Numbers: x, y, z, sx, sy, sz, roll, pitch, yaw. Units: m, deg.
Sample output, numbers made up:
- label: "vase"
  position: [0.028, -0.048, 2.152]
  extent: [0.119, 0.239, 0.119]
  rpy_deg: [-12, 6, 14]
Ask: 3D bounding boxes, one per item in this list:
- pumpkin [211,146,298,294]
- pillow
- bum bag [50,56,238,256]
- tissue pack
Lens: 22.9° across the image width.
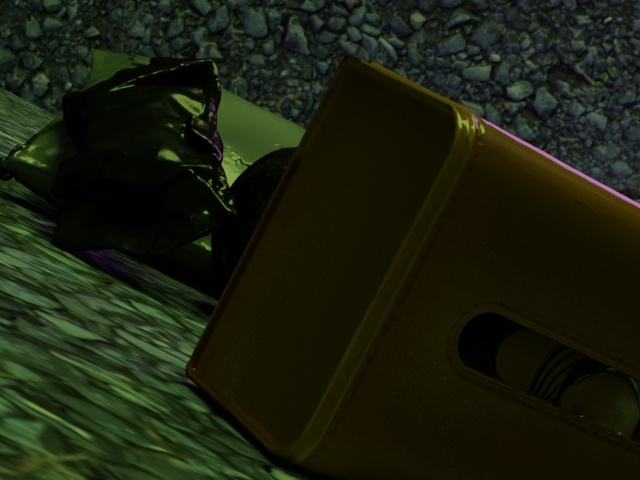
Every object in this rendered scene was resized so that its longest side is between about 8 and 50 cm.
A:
- label: "pumpkin"
  position: [0.021, 0.018, 1.209]
  extent: [0.224, 0.157, 0.223]
  rpy_deg: [23, 21, -9]
- label: "pillow"
  position: [-0.104, -0.058, 1.426]
  extent: [0.310, 0.119, 0.312]
  rpy_deg: [23, 27, -2]
- label: "bum bag"
  position: [-0.139, -0.070, 1.234]
  extent: [0.137, 0.074, 0.310]
  rpy_deg: [-8, 28, -2]
- label: "tissue pack"
  position: [0.103, 0.056, 0.824]
  extent: [0.275, 0.194, 0.145]
  rpy_deg: [24, 7, -29]
